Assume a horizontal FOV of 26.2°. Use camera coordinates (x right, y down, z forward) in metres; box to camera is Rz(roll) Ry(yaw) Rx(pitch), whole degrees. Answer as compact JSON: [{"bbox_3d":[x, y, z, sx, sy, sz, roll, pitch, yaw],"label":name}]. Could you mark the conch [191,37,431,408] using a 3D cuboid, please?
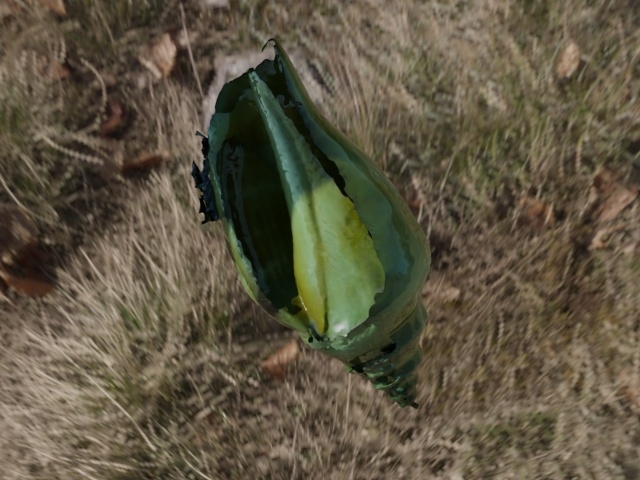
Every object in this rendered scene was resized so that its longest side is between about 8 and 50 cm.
[{"bbox_3d":[0.002,0.001,0.720,0.095,0.079,0.201,-38,88,-8],"label":"conch"}]
